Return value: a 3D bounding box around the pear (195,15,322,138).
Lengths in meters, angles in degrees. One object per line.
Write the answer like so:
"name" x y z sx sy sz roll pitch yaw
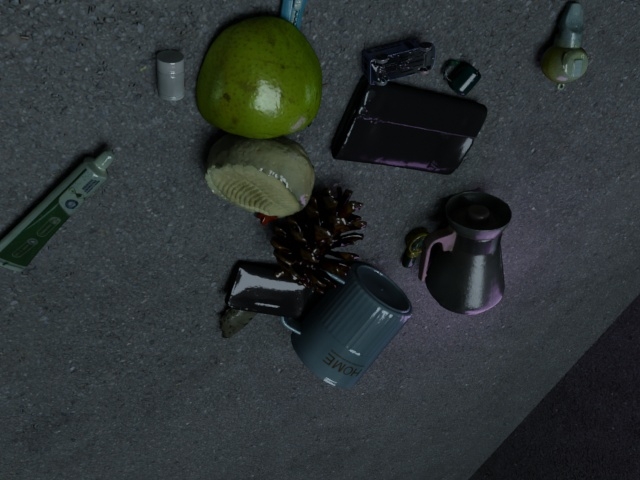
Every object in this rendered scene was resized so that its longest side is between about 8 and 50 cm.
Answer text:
"pear" -0.111 -0.344 1.417 0.288 0.139 0.239 -8 131 -16

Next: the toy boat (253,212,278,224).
"toy boat" -0.112 -0.121 1.716 0.069 0.058 0.172 18 113 -43

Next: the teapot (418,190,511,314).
"teapot" 0.445 0.045 2.094 0.300 0.253 0.343 -16 131 -19

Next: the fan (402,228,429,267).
"fan" 0.295 0.026 2.128 0.082 0.039 0.155 -5 135 -29

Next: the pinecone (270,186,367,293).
"pinecone" 0.000 0.000 1.781 0.309 0.244 0.244 -51 137 6

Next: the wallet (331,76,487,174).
"wallet" 0.236 -0.286 1.754 0.406 0.062 0.228 3 130 -33

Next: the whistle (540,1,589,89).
"whistle" 0.640 -0.507 1.763 0.123 0.123 0.223 -10 114 -23

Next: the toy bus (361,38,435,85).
"toy bus" 0.183 -0.423 1.572 0.168 0.076 0.073 -17 137 -13

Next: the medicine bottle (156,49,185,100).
"medicine bottle" -0.306 -0.336 1.376 0.057 0.057 0.089 -12 137 -21

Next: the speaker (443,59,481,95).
"speaker" 0.352 -0.419 1.706 0.094 0.060 0.075 37 111 -11

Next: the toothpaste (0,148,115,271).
"toothpaste" -0.585 -0.066 1.484 0.392 0.061 0.099 -40 139 16

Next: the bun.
"bun" -0.134 -0.169 1.556 0.260 0.152 0.259 16 157 7

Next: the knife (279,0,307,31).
"knife" -0.052 -0.479 1.404 0.064 0.031 0.221 -7 135 -25

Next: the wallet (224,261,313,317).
"wallet" -0.142 0.148 1.926 0.250 0.044 0.149 14 109 -25

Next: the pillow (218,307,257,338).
"pillow" -0.226 0.200 1.979 0.241 0.051 0.093 -45 132 15

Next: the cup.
"cup" 0.077 0.233 2.086 0.311 0.331 0.257 -52 169 21
